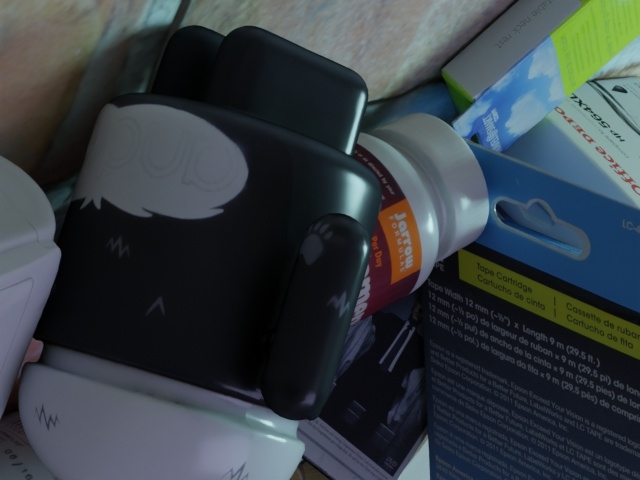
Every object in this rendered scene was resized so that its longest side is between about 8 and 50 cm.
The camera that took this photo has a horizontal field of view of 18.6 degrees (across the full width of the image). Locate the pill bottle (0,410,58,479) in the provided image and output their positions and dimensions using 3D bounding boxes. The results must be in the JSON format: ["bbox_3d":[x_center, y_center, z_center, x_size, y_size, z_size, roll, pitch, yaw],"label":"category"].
[{"bbox_3d":[-0.153,0.164,1.315,0.229,0.131,0.131,-20,147,-42],"label":"pill bottle"}]

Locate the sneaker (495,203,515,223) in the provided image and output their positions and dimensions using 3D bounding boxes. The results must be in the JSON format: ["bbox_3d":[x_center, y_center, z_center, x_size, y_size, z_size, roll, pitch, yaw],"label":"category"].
[{"bbox_3d":[0.187,0.010,1.652,0.081,0.080,0.211,-42,157,4],"label":"sneaker"}]

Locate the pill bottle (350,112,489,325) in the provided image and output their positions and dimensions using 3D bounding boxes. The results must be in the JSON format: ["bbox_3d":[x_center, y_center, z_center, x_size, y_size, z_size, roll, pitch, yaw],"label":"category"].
[{"bbox_3d":[0.000,0.000,1.296,0.221,0.121,0.121,-27,151,-32],"label":"pill bottle"}]

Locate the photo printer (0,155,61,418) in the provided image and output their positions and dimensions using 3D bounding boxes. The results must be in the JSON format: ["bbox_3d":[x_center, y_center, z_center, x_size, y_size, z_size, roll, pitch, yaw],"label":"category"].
[{"bbox_3d":[-0.288,0.106,1.039,0.256,0.107,0.307,-21,148,-42],"label":"photo printer"}]

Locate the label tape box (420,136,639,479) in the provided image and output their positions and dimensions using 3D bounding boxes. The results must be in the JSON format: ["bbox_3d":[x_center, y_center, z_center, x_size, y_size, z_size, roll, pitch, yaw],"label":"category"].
[{"bbox_3d":[0.192,0.092,1.394,0.115,0.249,0.347,-23,122,-35],"label":"label tape box"}]

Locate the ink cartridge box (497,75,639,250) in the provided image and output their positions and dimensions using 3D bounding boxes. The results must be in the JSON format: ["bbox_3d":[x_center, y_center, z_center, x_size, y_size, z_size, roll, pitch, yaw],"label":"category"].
[{"bbox_3d":[0.234,-0.050,1.541,0.203,0.148,0.086,-11,141,-51],"label":"ink cartridge box"}]

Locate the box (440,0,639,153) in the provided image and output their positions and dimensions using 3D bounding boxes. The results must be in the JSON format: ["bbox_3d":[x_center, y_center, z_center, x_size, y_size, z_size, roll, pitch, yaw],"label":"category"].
[{"bbox_3d":[0.158,-0.133,1.417,0.178,0.042,0.109,-41,155,-4],"label":"box"}]

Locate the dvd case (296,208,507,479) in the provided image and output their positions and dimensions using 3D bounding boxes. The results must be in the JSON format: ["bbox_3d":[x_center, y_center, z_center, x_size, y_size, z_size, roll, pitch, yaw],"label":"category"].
[{"bbox_3d":[0.055,0.065,1.456,0.238,0.029,0.179,-55,135,-8],"label":"dvd case"}]

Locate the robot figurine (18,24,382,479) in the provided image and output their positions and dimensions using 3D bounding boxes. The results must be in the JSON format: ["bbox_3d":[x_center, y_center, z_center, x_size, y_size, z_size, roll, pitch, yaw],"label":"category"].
[{"bbox_3d":[-0.064,0.023,1.102,0.209,0.174,0.278,79,27,-83],"label":"robot figurine"}]

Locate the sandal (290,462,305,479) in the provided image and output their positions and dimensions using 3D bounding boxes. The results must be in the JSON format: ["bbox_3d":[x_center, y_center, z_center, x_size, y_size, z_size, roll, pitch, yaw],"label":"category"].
[{"bbox_3d":[-0.125,0.219,1.427,0.240,0.088,0.079,-25,-174,6],"label":"sandal"}]

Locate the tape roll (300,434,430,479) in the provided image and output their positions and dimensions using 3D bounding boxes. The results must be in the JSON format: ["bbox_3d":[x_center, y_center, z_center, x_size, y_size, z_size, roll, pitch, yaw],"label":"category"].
[{"bbox_3d":[0.005,0.170,1.640,0.392,0.072,0.392,-34,154,-19],"label":"tape roll"}]
